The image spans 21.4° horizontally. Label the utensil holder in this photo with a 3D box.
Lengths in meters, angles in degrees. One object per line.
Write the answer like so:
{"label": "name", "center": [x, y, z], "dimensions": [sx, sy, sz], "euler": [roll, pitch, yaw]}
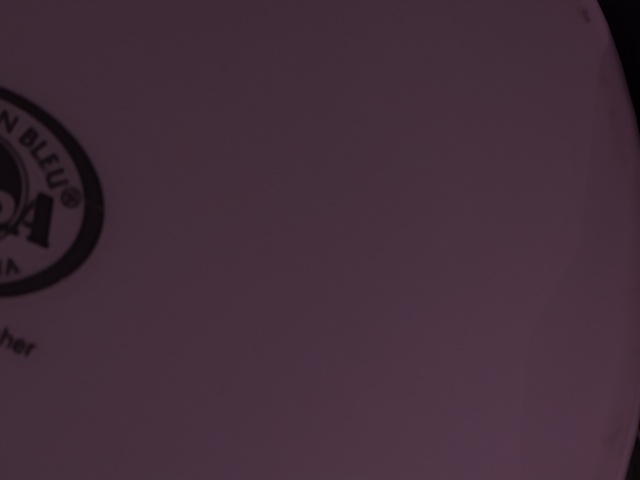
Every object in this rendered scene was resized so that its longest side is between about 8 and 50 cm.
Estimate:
{"label": "utensil holder", "center": [-0.097, 0.027, 0.524], "dimensions": [0.385, 0.327, 0.328], "euler": [124, 137, -78]}

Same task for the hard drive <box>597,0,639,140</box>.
{"label": "hard drive", "center": [0.076, -0.129, 0.393], "dimensions": [0.172, 0.054, 0.255], "euler": [92, 169, -73]}
